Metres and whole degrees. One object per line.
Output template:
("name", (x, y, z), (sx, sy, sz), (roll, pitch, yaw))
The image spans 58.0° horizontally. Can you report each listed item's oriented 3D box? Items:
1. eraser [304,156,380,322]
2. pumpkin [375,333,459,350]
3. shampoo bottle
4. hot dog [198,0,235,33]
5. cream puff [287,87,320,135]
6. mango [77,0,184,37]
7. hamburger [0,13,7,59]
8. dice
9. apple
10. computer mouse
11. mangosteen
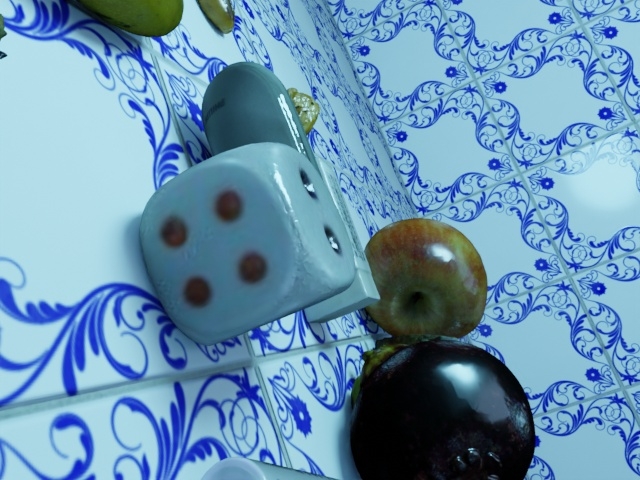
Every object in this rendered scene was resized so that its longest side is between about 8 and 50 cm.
("eraser", (0.000, 0.000, 1.045), (0.081, 0.124, 0.278), (24, 44, -64))
("pumpkin", (0.184, 0.287, 1.192), (0.312, 0.148, 0.169), (93, 2, -76))
("shampoo bottle", (-0.015, 0.308, 0.644), (0.303, 0.092, 0.092), (44, 27, -51))
("hot dog", (-0.218, -0.503, 1.200), (0.140, 0.060, 0.090), (61, 13, -1))
("cream puff", (-0.071, -0.268, 1.231), (0.104, 0.119, 0.133), (21, 17, -42))
("mango", (-0.272, -0.368, 0.717), (0.329, 0.176, 0.176), (71, 26, -63))
("hamburger", (-0.323, -0.181, 0.395), (0.183, 0.130, 0.206), (58, 0, -27))
("dice", (-0.082, 0.005, 0.688), (0.191, 0.193, 0.194), (66, 16, 8))
("apple", (0.235, 0.083, 1.329), (0.301, 0.302, 0.301), (54, 20, -31))
("computer mouse", (-0.090, -0.100, 0.846), (0.095, 0.197, 0.330), (-15, 77, -39))
("mangosteen", (0.184, 0.308, 0.941), (0.296, 0.297, 0.313), (68, -21, 10))
